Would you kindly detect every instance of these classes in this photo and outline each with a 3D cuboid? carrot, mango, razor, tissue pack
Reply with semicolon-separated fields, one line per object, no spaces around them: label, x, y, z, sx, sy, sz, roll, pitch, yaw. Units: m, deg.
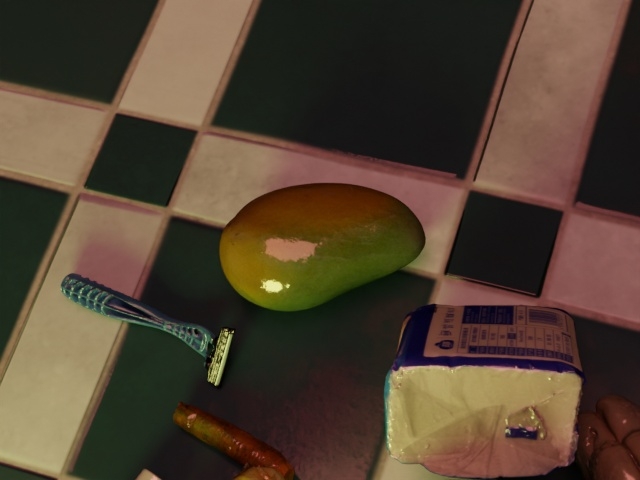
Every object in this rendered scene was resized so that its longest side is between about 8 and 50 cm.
carrot;-0.106;0.242;1.763;0.170;0.042;0.042;26;71;23
mango;0.000;0.000;1.819;0.251;0.114;0.156;-16;55;3
razor;-0.217;0.099;1.852;0.253;0.042;0.082;21;111;20
tissue pack;0.182;0.160;1.622;0.209;0.270;0.137;-1;100;6

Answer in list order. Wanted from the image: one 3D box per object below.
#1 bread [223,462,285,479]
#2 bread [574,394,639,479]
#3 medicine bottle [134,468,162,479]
bread;-0.190;0.376;1.666;0.367;0.077;0.084;-35;42;0
bread;0.368;0.309;1.571;0.102;0.183;0.337;-30;62;4
medicine bottle;-0.216;0.317;1.737;0.052;0.052;0.089;30;73;22
